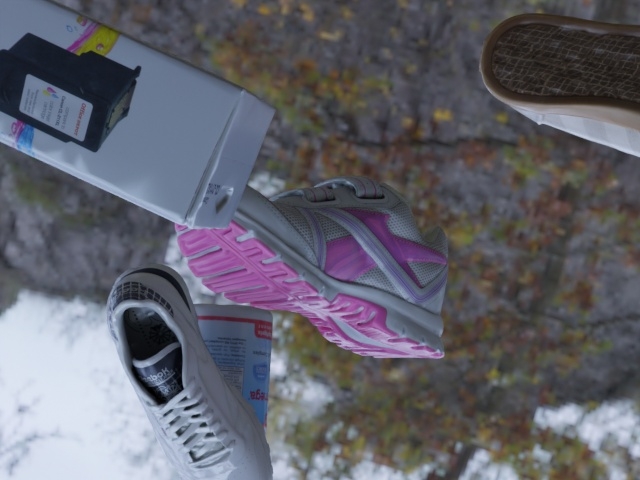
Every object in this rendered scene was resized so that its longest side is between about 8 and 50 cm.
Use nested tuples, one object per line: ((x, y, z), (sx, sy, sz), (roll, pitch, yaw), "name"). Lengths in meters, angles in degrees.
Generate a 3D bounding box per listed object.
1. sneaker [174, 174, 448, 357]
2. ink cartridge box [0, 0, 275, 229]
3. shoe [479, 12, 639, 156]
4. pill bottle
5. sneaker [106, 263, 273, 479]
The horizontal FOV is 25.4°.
((0.000, 0.000, 1.019), (0.103, 0.111, 0.252), (-3, 156, 43), "sneaker")
((-0.119, -0.074, 0.716), (0.175, 0.072, 0.127), (24, -177, 4), "ink cartridge box")
((0.195, -0.079, 0.770), (0.219, 0.077, 0.058), (18, 176, 25), "shoe")
((-0.090, 0.140, 1.294), (0.087, 0.160, 0.087), (3, 173, 0), "pill bottle")
((-0.113, 0.135, 1.175), (0.090, 0.235, 0.095), (-28, -169, 2), "sneaker")
